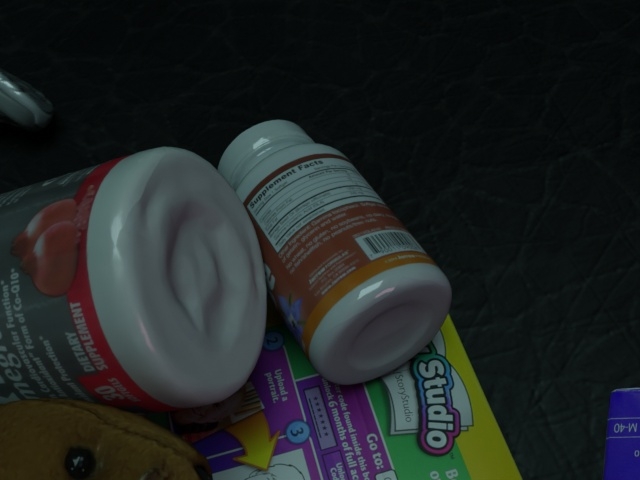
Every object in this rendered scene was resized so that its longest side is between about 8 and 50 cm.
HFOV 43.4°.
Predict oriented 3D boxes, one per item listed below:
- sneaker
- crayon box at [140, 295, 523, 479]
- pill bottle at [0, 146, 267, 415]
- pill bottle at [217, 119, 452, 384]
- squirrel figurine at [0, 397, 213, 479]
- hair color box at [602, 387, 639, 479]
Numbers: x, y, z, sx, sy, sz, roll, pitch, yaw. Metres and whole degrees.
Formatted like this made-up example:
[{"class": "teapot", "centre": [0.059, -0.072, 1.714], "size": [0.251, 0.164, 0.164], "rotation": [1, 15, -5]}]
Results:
[{"class": "sneaker", "centre": [-0.452, -0.172, 0.980], "size": [0.281, 0.105, 0.115], "rotation": [20, 88, 16]}, {"class": "crayon box", "centre": [-0.007, 0.210, 0.633], "size": [0.313, 0.106, 0.362], "rotation": [-14, 53, -6]}, {"class": "pill bottle", "centre": [-0.215, 0.051, 0.595], "size": [0.319, 0.176, 0.176], "rotation": [-13, 50, 24]}, {"class": "pill bottle", "centre": [0.000, 0.000, 0.653], "size": [0.121, 0.121, 0.216], "rotation": [-26, 52, -13]}, {"class": "squirrel figurine", "centre": [-0.206, 0.269, 0.409], "size": [0.397, 0.281, 0.370], "rotation": [-19, 52, 15]}, {"class": "hair color box", "centre": [0.235, 0.280, 0.483], "size": [0.110, 0.185, 0.338], "rotation": [-10, 42, 32]}]
